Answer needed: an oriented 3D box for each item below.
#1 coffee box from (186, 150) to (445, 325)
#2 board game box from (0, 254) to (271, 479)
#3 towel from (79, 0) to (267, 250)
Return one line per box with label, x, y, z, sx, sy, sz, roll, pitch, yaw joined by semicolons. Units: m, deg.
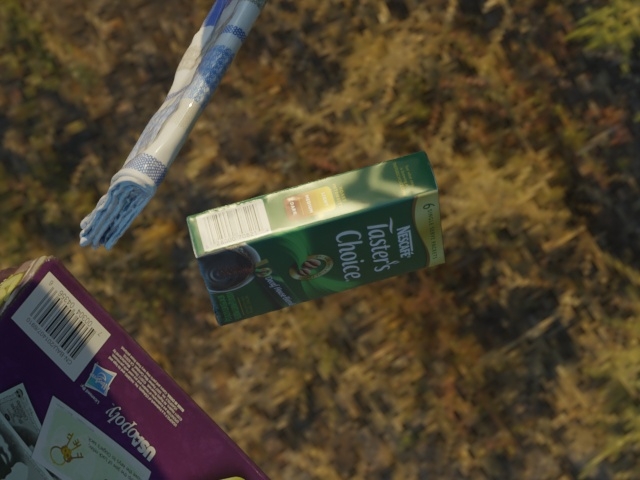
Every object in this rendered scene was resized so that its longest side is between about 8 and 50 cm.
coffee box;0.000;0.000;1.209;0.113;0.184;0.040;80;174;-59
board game box;-0.058;0.199;0.639;0.056;0.208;0.347;-17;121;47
towel;-0.102;-0.130;1.312;0.034;0.285;0.209;32;159;-9
